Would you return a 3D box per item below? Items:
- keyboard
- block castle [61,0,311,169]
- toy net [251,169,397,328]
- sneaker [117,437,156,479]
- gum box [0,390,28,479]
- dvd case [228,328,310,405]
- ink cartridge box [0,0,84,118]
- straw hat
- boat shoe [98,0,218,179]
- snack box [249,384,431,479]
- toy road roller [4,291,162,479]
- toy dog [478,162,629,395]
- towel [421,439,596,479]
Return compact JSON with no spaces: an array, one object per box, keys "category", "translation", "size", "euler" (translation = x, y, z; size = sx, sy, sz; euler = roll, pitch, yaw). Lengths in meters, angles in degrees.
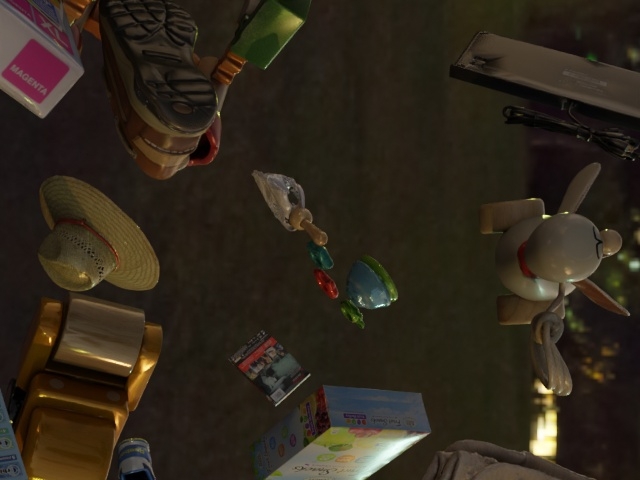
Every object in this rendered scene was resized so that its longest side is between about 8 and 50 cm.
[{"category":"keyboard","translation":[0.312,-0.170,1.493],"size":[0.201,0.317,0.033],"euler":[-53,156,-49]},{"category":"block castle","translation":[-0.157,-0.304,1.461],"size":[0.453,0.303,0.212],"euler":[-42,-155,43]},{"category":"toy net","translation":[0.000,0.000,1.501],"size":[0.232,0.045,0.122],"euler":[52,-16,6]},{"category":"sneaker","translation":[-0.235,0.329,1.593],"size":[0.059,0.053,0.144],"euler":[-112,-172,-60]},{"category":"gum box","translation":[-0.357,0.237,1.270],"size":[0.184,0.041,0.157],"euler":[62,-40,31]},{"category":"dvd case","translation":[-0.090,0.221,2.126],"size":[0.087,0.119,0.013],"euler":[-41,162,-26]},{"category":"ink cartridge box","translation":[-0.298,-0.235,0.999],"size":[0.186,0.065,0.311],"euler":[39,11,-34]},{"category":"straw hat","translation":[-0.226,0.013,1.138],"size":[0.061,0.144,0.144],"euler":[-50,144,-34]},{"category":"boat shoe","translation":[-0.213,-0.194,1.458],"size":[0.324,0.123,0.120],"euler":[-110,-143,-49]},{"category":"snack box","translation":[0.026,0.284,1.732],"size":[0.207,0.175,0.070],"euler":[-44,-133,44]},{"category":"toy road roller","translation":[-0.397,0.272,1.985],"size":[0.240,0.203,0.329],"euler":[-102,-147,-54]},{"category":"toy dog","translation":[0.290,0.020,1.391],"size":[0.333,0.161,0.220],"euler":[-110,-170,-72]},{"category":"towel","translation":[0.151,0.258,0.905],"size":[0.282,0.049,0.187],"euler":[26,93,-35]}]
